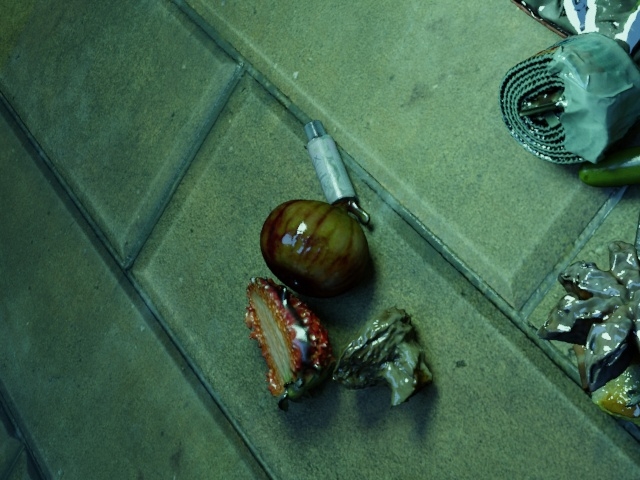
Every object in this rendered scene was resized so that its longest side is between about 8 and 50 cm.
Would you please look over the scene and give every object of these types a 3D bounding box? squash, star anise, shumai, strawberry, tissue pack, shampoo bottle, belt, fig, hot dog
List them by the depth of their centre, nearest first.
[{"bbox_3d":[0.510,0.107,1.404,0.331,0.118,0.332,-12,46,13],"label":"star anise"},{"bbox_3d":[0.557,-0.132,1.498,0.252,0.066,0.066,-10,77,37],"label":"squash"},{"bbox_3d":[0.498,0.201,1.502,0.123,0.093,0.262,-28,49,30],"label":"hot dog"},{"bbox_3d":[0.436,-0.243,1.530,0.257,0.150,0.207,-2,118,62],"label":"belt"},{"bbox_3d":[0.502,-0.469,1.580,0.245,0.123,0.332,-54,54,17],"label":"tissue pack"},{"bbox_3d":[0.134,0.249,1.777,0.175,0.166,0.206,45,115,10],"label":"shumai"},{"bbox_3d":[-0.011,0.014,1.871,0.235,0.235,0.215,-16,61,37],"label":"fig"},{"bbox_3d":[-0.058,0.194,1.934,0.233,0.137,0.307,-61,41,48],"label":"strawberry"},{"bbox_3d":[0.016,-0.171,1.974,0.072,0.072,0.214,-36,62,30],"label":"shampoo bottle"}]

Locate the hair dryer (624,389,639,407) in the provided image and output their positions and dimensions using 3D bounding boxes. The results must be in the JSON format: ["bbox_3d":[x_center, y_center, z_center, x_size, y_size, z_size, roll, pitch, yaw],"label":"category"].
[{"bbox_3d":[0.581,0.232,1.386,0.167,0.199,0.068,29,137,17],"label":"hair dryer"}]

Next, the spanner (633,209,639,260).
[{"bbox_3d":[0.565,-0.051,1.534,0.054,0.015,0.255,10,90,38],"label":"spanner"}]
